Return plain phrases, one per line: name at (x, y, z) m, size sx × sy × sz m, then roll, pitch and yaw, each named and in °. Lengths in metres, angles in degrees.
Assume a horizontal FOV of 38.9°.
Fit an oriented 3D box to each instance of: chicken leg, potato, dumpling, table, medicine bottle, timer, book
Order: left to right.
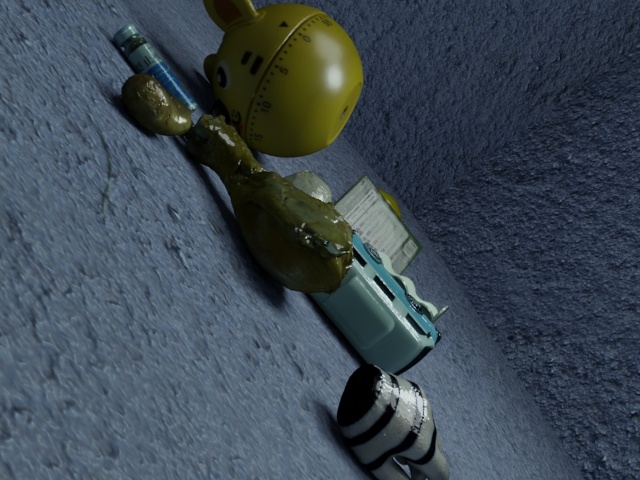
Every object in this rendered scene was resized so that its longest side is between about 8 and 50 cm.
medicine bottle at (-0.298, -0.302, 1.637) m, size 0.191 × 0.051 × 0.051 m, roll 52°, pitch 10°, yaw -3°
potato at (-0.260, -0.210, 1.430) m, size 0.091 × 0.070 × 0.138 m, roll 53°, pitch 7°, yaw 34°
chicken leg at (-0.096, -0.072, 1.512) m, size 0.429 × 0.152 × 0.201 m, roll 48°, pitch 15°, yaw 23°
timer at (-0.111, -0.370, 2.015) m, size 0.387 × 0.376 × 0.376 m, roll 31°, pitch 7°, yaw 9°
dumpling at (-0.042, -0.043, 1.723) m, size 0.216 × 0.126 × 0.166 m, roll -120°, pitch -154°, yaw -57°
book at (0.150, -0.027, 2.451) m, size 0.264 × 0.027 × 0.202 m, roll 51°, pitch 48°, yaw -7°
table at (0.133, 0.122, 1.849) m, size 0.198 × 0.166 × 0.166 m, roll 47°, pitch 9°, yaw 12°

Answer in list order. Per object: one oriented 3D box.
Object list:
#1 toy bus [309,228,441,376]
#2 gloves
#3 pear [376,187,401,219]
toy bus at (0.092, 0.129, 1.673) m, size 0.271 × 0.133 × 0.165 m, roll 50°, pitch 15°, yaw -1°
gloves at (0.121, 0.282, 1.294) m, size 0.219 × 0.131 × 0.140 m, roll 39°, pitch 17°, yaw -20°
pear at (0.152, -0.071, 2.588) m, size 0.162 × 0.149 × 0.149 m, roll 47°, pitch 11°, yaw -11°
